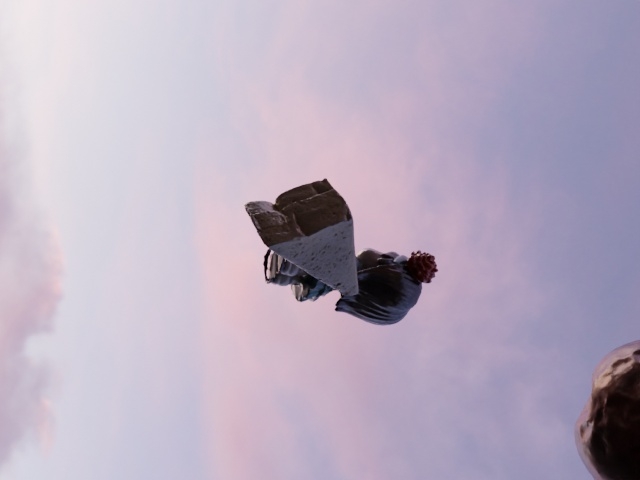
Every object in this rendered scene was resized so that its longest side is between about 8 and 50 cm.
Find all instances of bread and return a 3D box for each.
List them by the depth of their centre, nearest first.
[{"bbox_3d":[-0.018,0.012,0.879,0.152,0.105,0.077,82,-18,-47],"label":"bread"}]

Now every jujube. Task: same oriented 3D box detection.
[{"bbox_3d":[0.348,0.177,0.671,0.237,0.168,0.168,13,-76,20],"label":"jujube"}]

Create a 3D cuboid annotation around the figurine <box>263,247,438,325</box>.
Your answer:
[{"bbox_3d":[0.045,0.053,1.148,0.138,0.246,0.110,-47,-142,49],"label":"figurine"}]
